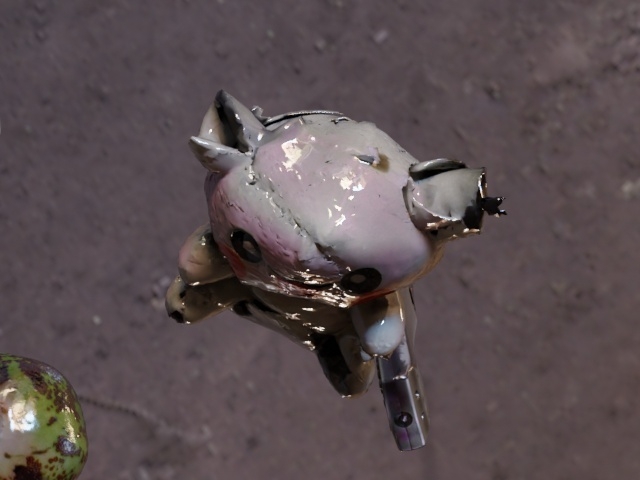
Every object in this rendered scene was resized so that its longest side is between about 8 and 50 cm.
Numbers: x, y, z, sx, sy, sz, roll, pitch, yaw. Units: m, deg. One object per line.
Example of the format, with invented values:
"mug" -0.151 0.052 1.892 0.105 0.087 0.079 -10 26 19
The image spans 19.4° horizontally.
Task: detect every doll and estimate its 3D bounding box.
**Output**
"doll" 0.000 0.000 0.934 0.192 0.149 0.095 112 2 -61

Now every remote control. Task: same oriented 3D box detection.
"remote control" 0.047 0.051 1.156 0.028 0.212 0.059 -9 119 4

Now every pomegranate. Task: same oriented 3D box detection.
"pomegranate" -0.266 0.155 1.495 0.163 0.138 0.125 16 156 -40
